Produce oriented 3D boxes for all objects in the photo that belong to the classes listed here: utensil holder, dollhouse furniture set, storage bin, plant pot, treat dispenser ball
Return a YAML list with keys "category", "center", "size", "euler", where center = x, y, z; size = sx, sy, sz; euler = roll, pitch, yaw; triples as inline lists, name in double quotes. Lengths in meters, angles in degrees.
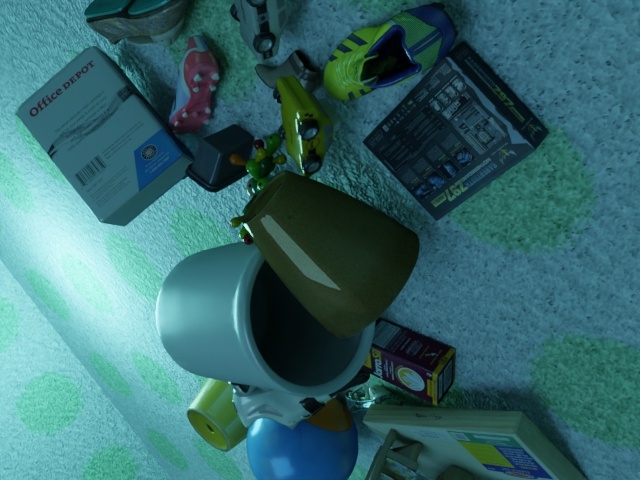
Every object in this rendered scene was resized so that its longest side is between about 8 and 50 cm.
- category: "utensil holder"
  center: [-0.128, 0.151, 1.368]
  size: [0.386, 0.328, 0.327]
  euler: [-8, 117, 51]
- category: "dollhouse furniture set"
  center: [0.246, 0.673, 1.458]
  size: [0.362, 0.256, 0.394]
  euler: [24, 149, 9]
- category: "storage bin"
  center: [-0.201, -0.176, 1.296]
  size: [0.098, 0.135, 0.091]
  euler: [37, 131, 13]
- category: "plant pot"
  center: [-0.240, 0.452, 1.815]
  size: [0.254, 0.239, 0.253]
  euler: [27, 140, 25]
- category: "treat dispenser ball"
  center: [-0.046, 0.522, 1.646]
  size: [0.288, 0.288, 0.288]
  euler: [26, 139, 25]
- category: "plant pot"
  center: [0.000, 0.000, 1.116]
  size: [0.254, 0.237, 0.237]
  euler: [40, 146, -17]

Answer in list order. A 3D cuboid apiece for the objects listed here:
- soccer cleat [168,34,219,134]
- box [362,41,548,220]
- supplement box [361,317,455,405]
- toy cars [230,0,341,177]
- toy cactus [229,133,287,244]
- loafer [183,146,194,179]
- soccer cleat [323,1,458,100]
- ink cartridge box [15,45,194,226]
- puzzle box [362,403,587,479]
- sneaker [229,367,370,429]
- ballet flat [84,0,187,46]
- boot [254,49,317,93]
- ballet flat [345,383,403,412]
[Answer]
- category: "soccer cleat"
  center: [-0.258, -0.301, 1.287]
  size: [0.248, 0.083, 0.095]
  euler: [-47, 56, 59]
- category: "box"
  center: [0.196, -0.156, 0.978]
  size: [0.183, 0.059, 0.233]
  euler: [47, 143, 0]
- category: "supplement box"
  center: [0.181, 0.252, 1.351]
  size: [0.188, 0.081, 0.104]
  euler: [20, 136, 31]
- category: "toy cars"
  center: [-0.051, -0.284, 1.024]
  size: [0.393, 0.087, 0.176]
  euler: [68, 167, -22]
- category: "toy cactus"
  center: [-0.131, -0.103, 1.278]
  size: [0.180, 0.112, 0.218]
  euler: [-162, 77, -80]
- category: "loafer"
  center: [-0.382, -0.226, 1.459]
  size: [0.223, 0.078, 0.076]
  euler: [47, 143, 0]
- category: "soccer cleat"
  center: [0.072, -0.260, 0.937]
  size: [0.093, 0.121, 0.289]
  euler: [55, 153, -16]
- category: "ink cartridge box"
  center: [-0.451, -0.218, 1.370]
  size: [0.307, 0.223, 0.129]
  euler: [51, -177, 6]
- category: "puzzle box"
  center: [0.319, 0.449, 1.370]
  size: [0.409, 0.052, 0.272]
  euler: [-13, 129, 49]
- category: "sneaker"
  center: [-0.040, 0.364, 1.514]
  size: [0.331, 0.122, 0.146]
  euler: [-9, 100, 1]
- category: "ballet flat"
  center: [-0.328, -0.425, 1.226]
  size: [0.316, 0.107, 0.106]
  euler: [15, 153, 42]
- category: "boot"
  center: [-0.056, -0.296, 1.116]
  size: [0.118, 0.042, 0.087]
  euler: [41, 137, 6]
- category: "ballet flat"
  center: [0.122, 0.379, 1.548]
  size: [0.188, 0.070, 0.070]
  euler: [-23, 106, 47]
